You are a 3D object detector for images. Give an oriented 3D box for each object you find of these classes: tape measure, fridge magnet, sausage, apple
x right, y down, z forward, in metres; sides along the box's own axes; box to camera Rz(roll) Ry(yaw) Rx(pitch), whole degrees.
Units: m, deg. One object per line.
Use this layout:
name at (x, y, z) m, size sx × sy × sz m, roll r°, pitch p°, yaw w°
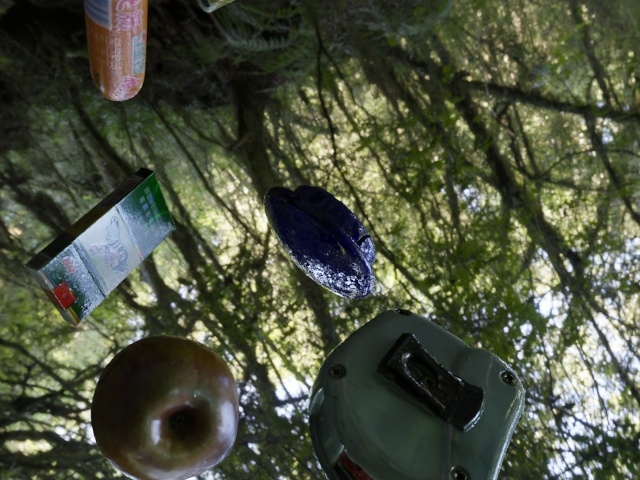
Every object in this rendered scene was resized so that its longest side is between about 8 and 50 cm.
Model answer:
tape measure at (0.111, 0.203, 0.621) m, size 0.246 × 0.125 × 0.243 m, roll 32°, pitch -138°, yaw 13°
fridge magnet at (0.000, 0.000, 0.995) m, size 0.112 × 0.265 × 0.266 m, roll -45°, pitch -142°, yaw -18°
sausage at (-0.321, -0.324, 0.856) m, size 0.092 × 0.093 × 0.312 m, roll -63°, pitch -176°, yaw -32°
apple at (-0.226, 0.244, 0.799) m, size 0.211 × 0.211 × 0.188 m, roll -52°, pitch -157°, yaw -21°

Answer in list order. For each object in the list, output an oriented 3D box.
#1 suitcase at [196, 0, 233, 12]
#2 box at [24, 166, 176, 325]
suitcase at (-0.155, -0.496, 0.867) m, size 0.143 × 0.193 × 0.235 m, roll -41°, pitch -156°, yaw -20°
box at (-0.326, 0.006, 0.840) m, size 0.034 × 0.132 × 0.235 m, roll 20°, pitch -130°, yaw 23°
